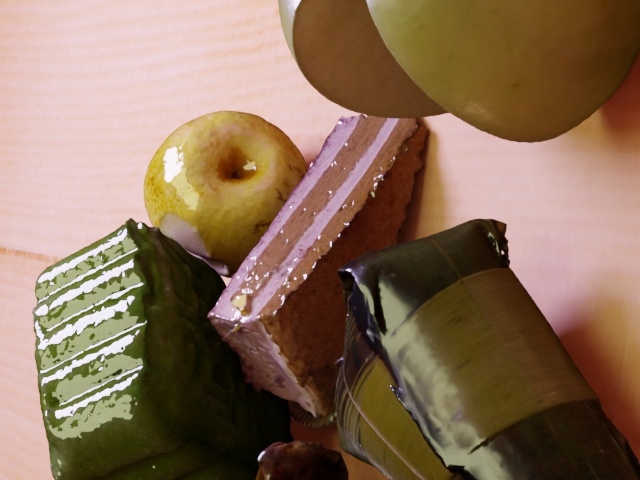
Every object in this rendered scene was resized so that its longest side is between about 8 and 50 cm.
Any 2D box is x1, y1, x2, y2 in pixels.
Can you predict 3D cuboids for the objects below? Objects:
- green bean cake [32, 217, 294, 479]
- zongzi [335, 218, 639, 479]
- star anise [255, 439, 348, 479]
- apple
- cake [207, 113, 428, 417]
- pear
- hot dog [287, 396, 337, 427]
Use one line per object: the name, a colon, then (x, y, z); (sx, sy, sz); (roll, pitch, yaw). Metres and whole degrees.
green bean cake: (-0.142, 0.137, 1.318); (0.156, 0.250, 0.247); (-25, 48, 15)
zongzi: (0.112, 0.184, 1.106); (0.317, 0.154, 0.289); (103, 147, -49)
star anise: (0.007, 0.262, 1.192); (0.190, 0.126, 0.220); (42, 144, 19)
apple: (0.113, -0.206, 1.066); (0.292, 0.254, 0.292); (-17, 68, 49)
cake: (0.000, 0.000, 1.265); (0.116, 0.113, 0.295); (4, 63, 43)
pear: (-0.093, -0.042, 1.406); (0.178, 0.178, 0.178); (-19, 66, 52)
hot dog: (-0.001, 0.082, 1.330); (0.099, 0.053, 0.192); (-12, 72, 49)
